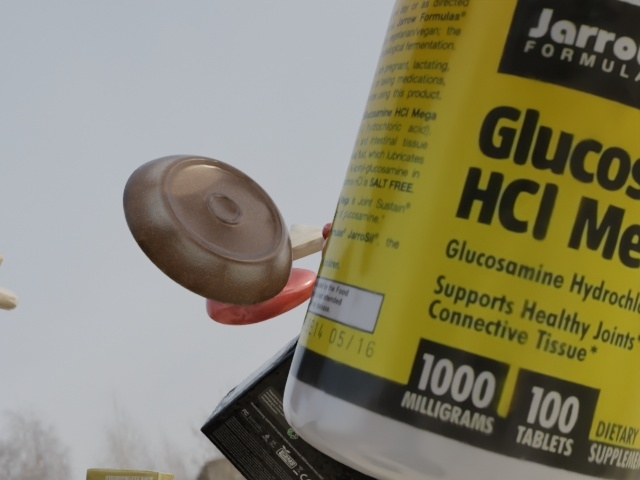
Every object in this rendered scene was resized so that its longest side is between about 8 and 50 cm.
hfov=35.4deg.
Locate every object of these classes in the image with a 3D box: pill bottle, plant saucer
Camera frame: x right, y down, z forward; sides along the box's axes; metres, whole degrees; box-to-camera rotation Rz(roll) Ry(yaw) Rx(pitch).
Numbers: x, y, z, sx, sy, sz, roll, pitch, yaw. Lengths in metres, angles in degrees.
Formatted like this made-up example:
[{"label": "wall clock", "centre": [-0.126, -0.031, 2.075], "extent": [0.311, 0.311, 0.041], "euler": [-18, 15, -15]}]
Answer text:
[{"label": "pill bottle", "centre": [0.110, -0.039, 0.523], "extent": [0.188, 0.334, 0.188], "euler": [15, -2, 1]}, {"label": "plant saucer", "centre": [-0.106, -0.023, 1.038], "extent": [0.198, 0.199, 0.036], "euler": [4, -42, -39]}]

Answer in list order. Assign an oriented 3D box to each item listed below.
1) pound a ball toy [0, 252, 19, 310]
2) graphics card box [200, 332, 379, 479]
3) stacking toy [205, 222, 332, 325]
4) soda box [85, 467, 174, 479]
[{"label": "pound a ball toy", "centre": [-0.334, 0.020, 0.743], "extent": [0.136, 0.208, 0.319], "euler": [-42, -4, -18]}, {"label": "graphics card box", "centre": [0.073, 0.175, 1.125], "extent": [0.371, 0.233, 0.094], "euler": [-42, 4, 19]}, {"label": "stacking toy", "centre": [0.000, 0.000, 1.321], "extent": [0.309, 0.130, 0.279], "euler": [3, 29, 28]}, {"label": "soda box", "centre": [-0.150, 0.266, 0.758], "extent": [0.058, 0.181, 0.061], "euler": [2, -14, 3]}]
